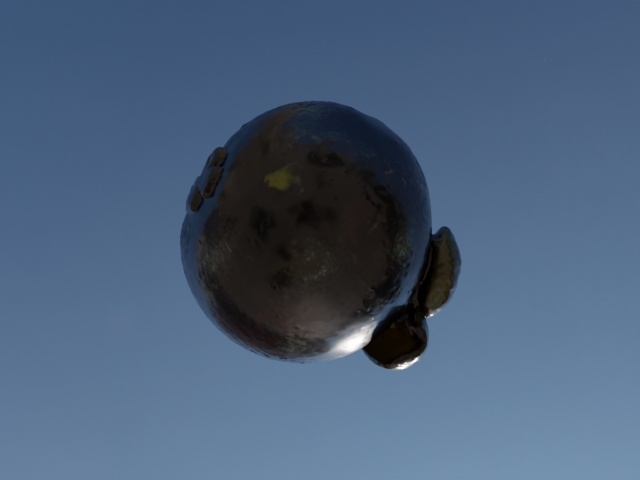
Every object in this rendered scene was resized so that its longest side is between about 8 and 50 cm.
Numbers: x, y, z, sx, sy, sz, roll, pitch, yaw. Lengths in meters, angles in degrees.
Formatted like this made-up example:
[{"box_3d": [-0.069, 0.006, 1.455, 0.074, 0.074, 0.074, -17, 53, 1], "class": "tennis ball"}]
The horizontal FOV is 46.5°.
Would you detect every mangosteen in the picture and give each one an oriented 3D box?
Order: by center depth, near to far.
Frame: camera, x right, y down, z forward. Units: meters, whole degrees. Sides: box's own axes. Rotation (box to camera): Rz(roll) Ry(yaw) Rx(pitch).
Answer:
[{"box_3d": [0.000, 0.000, 0.770, 0.288, 0.288, 0.287, 4, -76, 16], "class": "mangosteen"}]
